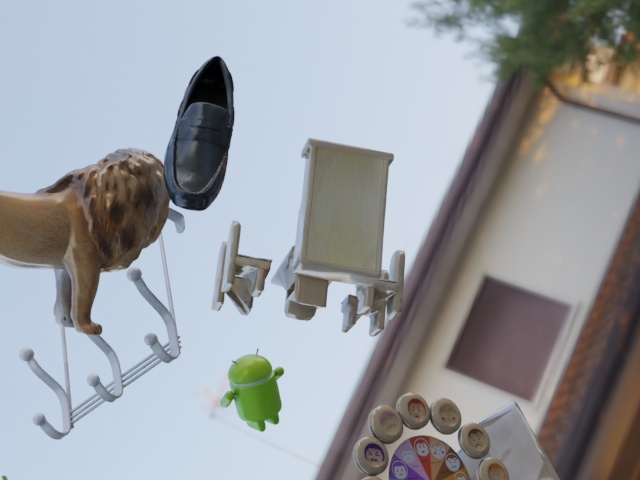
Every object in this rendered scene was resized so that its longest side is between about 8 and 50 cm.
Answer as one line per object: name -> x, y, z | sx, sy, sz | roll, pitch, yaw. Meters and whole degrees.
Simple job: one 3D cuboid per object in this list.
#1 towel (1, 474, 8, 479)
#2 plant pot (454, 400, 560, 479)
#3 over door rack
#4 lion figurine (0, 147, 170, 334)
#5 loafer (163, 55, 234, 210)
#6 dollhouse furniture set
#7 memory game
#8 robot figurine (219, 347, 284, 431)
towel -> -0.454, 0.388, 1.640 | 0.009, 0.083, 0.060 | -15, -16, -17
plant pot -> 0.203, 0.408, 1.400 | 0.280, 0.323, 0.323 | -30, -30, 6
over door rack -> -0.317, 0.101, 1.623 | 0.108, 0.239, 0.324 | 42, -156, -32
lion figurine -> -0.380, -0.011, 1.398 | 0.392, 0.142, 0.240 | 5, -89, -26
loafer -> -0.143, -0.131, 1.333 | 0.078, 0.076, 0.223 | 107, 171, -49
dollhouse furniture set -> 0.000, 0.000, 2.245 | 0.394, 0.362, 0.256 | 125, 153, -66
memory game -> 0.109, 0.231, 1.054 | 0.186, 0.186, 0.012 | -45, 3, -41
robot figurine -> -0.094, 0.215, 1.606 | 0.101, 0.067, 0.115 | -23, -70, -29
